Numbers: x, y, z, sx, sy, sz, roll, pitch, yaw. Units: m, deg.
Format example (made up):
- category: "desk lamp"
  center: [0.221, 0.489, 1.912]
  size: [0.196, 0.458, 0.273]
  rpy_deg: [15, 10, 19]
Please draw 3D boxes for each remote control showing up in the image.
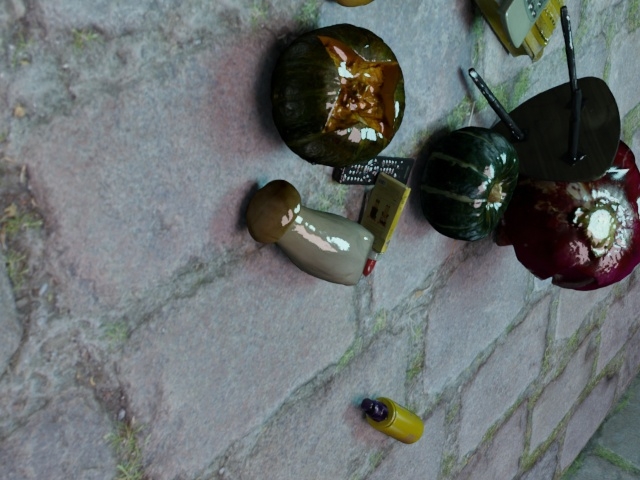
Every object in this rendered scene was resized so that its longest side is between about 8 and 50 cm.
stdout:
- category: "remote control"
  center: [0.109, -0.138, 1.559]
  size: [0.245, 0.025, 0.063]
  rpy_deg: [-3, 111, -53]
- category: "remote control"
  center: [0.454, -0.538, 1.642]
  size: [0.285, 0.038, 0.123]
  rpy_deg: [-57, 143, -11]

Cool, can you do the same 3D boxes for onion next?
- category: "onion"
  center: [0.591, -0.064, 1.969]
  size: [0.398, 0.420, 0.398]
  rpy_deg: [2, 81, -15]

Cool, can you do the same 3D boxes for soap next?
- category: "soap"
  center: [0.437, -0.526, 1.733]
  size: [0.274, 0.089, 0.173]
  rpy_deg: [30, 86, -54]

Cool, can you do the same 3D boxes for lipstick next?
- category: "lipstick"
  center: [0.117, -0.015, 1.613]
  size: [0.063, 0.057, 0.186]
  rpy_deg: [-39, 150, -77]

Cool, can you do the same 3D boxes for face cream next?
- category: "face cream"
  center: [0.162, 0.417, 1.875]
  size: [0.078, 0.078, 0.273]
  rpy_deg: [-62, 144, -9]

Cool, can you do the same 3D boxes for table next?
- category: "table"
  center: [0.476, -0.310, 1.736]
  size: [0.317, 0.317, 0.249]
  rpy_deg: [-55, 139, -18]

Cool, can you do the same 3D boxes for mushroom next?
- category: "mushroom"
  center: [0.000, 0.000, 1.410]
  size: [0.350, 0.128, 0.128]
  rpy_deg: [32, 82, -50]

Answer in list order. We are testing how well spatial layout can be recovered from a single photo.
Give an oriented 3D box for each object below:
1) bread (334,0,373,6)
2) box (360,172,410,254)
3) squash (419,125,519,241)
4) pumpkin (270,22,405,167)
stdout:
- category: "bread"
  center: [0.084, -0.454, 1.320]
  size: [0.189, 0.077, 0.114]
  rpy_deg: [-38, 131, -32]
- category: "box"
  center: [0.121, -0.052, 1.557]
  size: [0.020, 0.073, 0.149]
  rpy_deg: [-6, 123, -50]
- category: "squash"
  center: [0.323, -0.120, 1.728]
  size: [0.252, 0.165, 0.252]
  rpy_deg: [-27, 126, -45]
- category: "pumpkin"
  center: [0.026, -0.229, 1.283]
  size: [0.238, 0.159, 0.238]
  rpy_deg: [-5, 99, -34]
